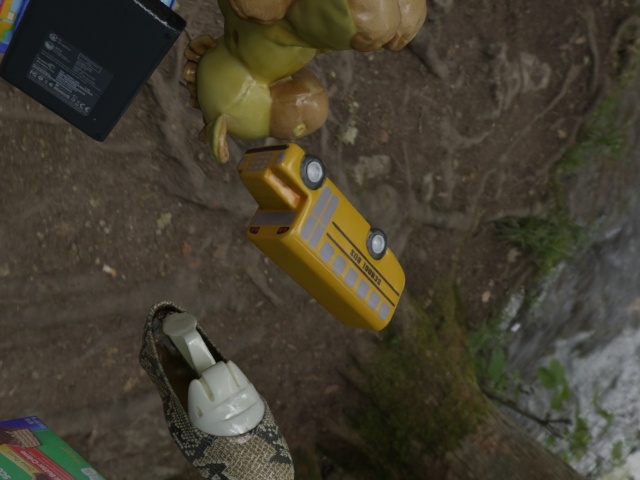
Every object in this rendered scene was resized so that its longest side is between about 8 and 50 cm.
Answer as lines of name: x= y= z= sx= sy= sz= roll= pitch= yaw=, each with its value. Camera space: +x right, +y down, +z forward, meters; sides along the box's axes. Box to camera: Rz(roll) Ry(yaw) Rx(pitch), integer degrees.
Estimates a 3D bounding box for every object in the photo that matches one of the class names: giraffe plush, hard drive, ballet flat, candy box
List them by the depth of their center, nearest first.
hard drive: x=-0.173 y=-0.143 z=0.464 sx=0.094 sy=0.022 sz=0.135 roll=35 pitch=132 yaw=-21
giraffe plush: x=-0.040 y=-0.150 z=0.497 sx=0.181 sy=0.210 sz=0.170 roll=-39 pitch=152 yaw=-57
candy box: x=-0.509 y=0.397 z=0.935 sx=0.317 sy=0.268 sz=0.122 roll=9 pitch=104 yaw=-60
ballet flat: x=-0.209 y=0.249 z=1.099 sx=0.164 sy=0.483 sz=0.182 roll=-16 pitch=122 yaw=-29

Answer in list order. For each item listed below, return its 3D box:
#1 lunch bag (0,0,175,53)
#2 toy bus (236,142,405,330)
lunch bag: x=-0.296 y=-0.309 z=0.714 sx=0.293 sy=0.138 sz=0.221 roll=22 pitch=106 yaw=-25
toy bus: x=0.000 y=0.000 z=0.955 sx=0.333 sy=0.108 sz=0.130 roll=45 pitch=61 yaw=-37
